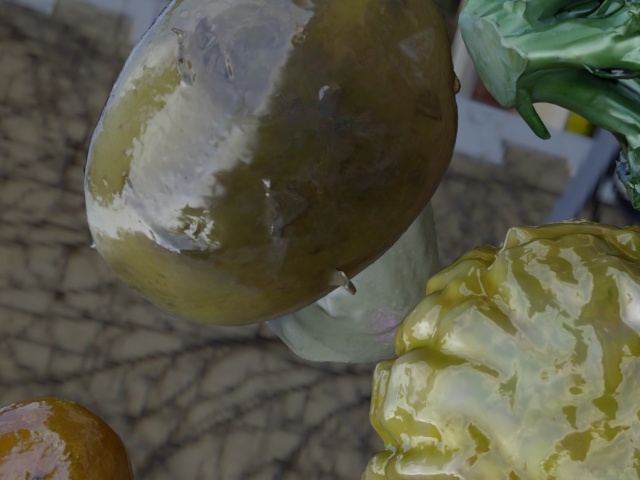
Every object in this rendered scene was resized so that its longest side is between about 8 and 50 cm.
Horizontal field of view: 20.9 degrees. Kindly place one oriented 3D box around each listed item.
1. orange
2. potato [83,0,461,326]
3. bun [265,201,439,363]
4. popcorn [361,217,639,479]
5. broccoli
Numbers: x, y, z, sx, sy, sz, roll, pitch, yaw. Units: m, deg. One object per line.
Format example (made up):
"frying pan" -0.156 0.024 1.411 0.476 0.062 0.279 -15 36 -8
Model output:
"orange" -0.233 0.212 1.460 0.136 0.159 0.159 94 -173 -73
"potato" -0.016 -0.061 1.165 0.299 0.239 0.116 -50 25 4
"bun" 0.003 -0.002 1.709 0.273 0.168 0.273 26 122 51
"popcorn" 0.193 0.168 1.210 0.382 0.349 0.349 94 -176 -61
"broccoli" 0.306 -0.224 1.684 0.321 0.310 0.413 -28 83 42
